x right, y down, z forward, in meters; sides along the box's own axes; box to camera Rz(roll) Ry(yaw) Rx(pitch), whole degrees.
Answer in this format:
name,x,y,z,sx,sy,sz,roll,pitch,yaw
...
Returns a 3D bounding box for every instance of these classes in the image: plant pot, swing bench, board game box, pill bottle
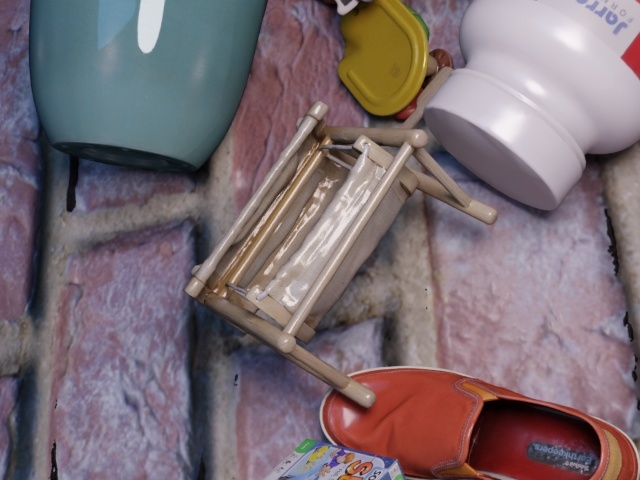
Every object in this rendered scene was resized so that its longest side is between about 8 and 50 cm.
name,x,y,z,sx,sy,sz,roll,pitch,yaw
plant pot,-0.224,-0.214,1.264,0.293,0.293,0.235,5,84,25
swing bench,0.000,0.000,1.098,0.255,0.165,0.253,24,78,48
board game box,-0.028,0.277,1.001,0.136,0.035,0.201,1,30,46
pill bottle,0.296,-0.243,1.078,0.229,0.229,0.407,34,83,31

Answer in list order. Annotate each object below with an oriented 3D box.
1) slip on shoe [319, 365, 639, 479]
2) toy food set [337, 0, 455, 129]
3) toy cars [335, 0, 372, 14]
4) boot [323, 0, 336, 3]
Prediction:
name,x,y,z,sx,sy,sz,roll,pitch,yaw
slip on shoe,0.146,0.189,1.021,0.331,0.101,0.123,9,73,28
toy food set,0.101,-0.213,1.248,0.128,0.071,0.218,-56,47,29
toy cars,0.136,-0.373,1.133,0.394,0.087,0.176,-11,38,51
boot,0.045,-0.403,1.353,0.152,0.073,0.197,22,75,33
